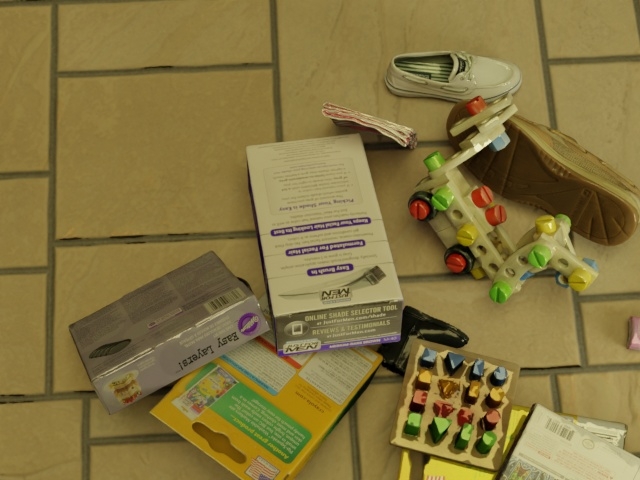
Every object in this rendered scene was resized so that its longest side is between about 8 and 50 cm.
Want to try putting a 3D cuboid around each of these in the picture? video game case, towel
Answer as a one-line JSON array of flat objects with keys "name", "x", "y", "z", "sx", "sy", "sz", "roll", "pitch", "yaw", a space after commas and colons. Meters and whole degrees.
[{"name": "video game case", "x": 0.352, "y": 0.371, "z": 1.736, "sx": 0.232, "sy": 0.042, "sz": 0.210, "roll": 27, "pitch": 82, "yaw": 5}, {"name": "towel", "x": 0.078, "y": -0.174, "z": 1.945, "sx": 0.144, "sy": 0.197, "sz": 0.029, "roll": 19, "pitch": 92, "yaw": 6}]

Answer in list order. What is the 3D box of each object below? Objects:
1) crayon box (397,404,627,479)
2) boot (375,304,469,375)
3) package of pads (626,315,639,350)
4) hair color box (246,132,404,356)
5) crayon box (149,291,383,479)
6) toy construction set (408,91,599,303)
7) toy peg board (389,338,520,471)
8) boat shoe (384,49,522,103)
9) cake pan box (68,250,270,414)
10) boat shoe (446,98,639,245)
[{"name": "crayon box", "x": 0.271, "y": 0.340, "z": 1.820, "sx": 0.319, "sy": 0.081, "sz": 0.202, "roll": 11, "pitch": 70, "yaw": 2}, {"name": "boot", "x": 0.152, "y": 0.163, "z": 1.900, "sx": 0.121, "sy": 0.045, "sz": 0.099, "roll": 25, "pitch": 70, "yaw": 15}, {"name": "package of pads", "x": 0.512, "y": 0.147, "z": 1.919, "sx": 0.083, "sy": 0.032, "sz": 0.050, "roll": 9, "pitch": 73, "yaw": 2}, {"name": "hair color box", "x": 0.000, "y": 0.000, "z": 1.863, "sx": 0.185, "sy": 0.110, "sz": 0.339, "roll": -7, "pitch": 48, "yaw": -5}, {"name": "crayon box", "x": -0.079, "y": 0.224, "z": 1.783, "sx": 0.203, "sy": 0.083, "sz": 0.323, "roll": 34, "pitch": 44, "yaw": 10}, {"name": "toy construction set", "x": 0.264, "y": -0.049, "z": 1.882, "sx": 0.151, "sy": 0.215, "sz": 0.327, "roll": -25, "pitch": 90, "yaw": -47}, {"name": "toy peg board", "x": 0.195, "y": 0.226, "z": 1.776, "sx": 0.161, "sy": 0.079, "sz": 0.160, "roll": 14, "pitch": 70, "yaw": 3}, {"name": "boat shoe", "x": 0.219, "y": -0.268, "z": 2.035, "sx": 0.226, "sy": 0.076, "sz": 0.083, "roll": -4, "pitch": 71, "yaw": -3}, {"name": "cake pan box", "x": -0.222, "y": 0.123, "z": 1.812, "sx": 0.267, "sy": 0.246, "sz": 0.070, "roll": -29, "pitch": 114, "yaw": -12}, {"name": "boat shoe", "x": 0.354, "y": -0.117, "z": 1.978, "sx": 0.341, "sy": 0.121, "sz": 0.110, "roll": 36, "pitch": 37, "yaw": 9}]
